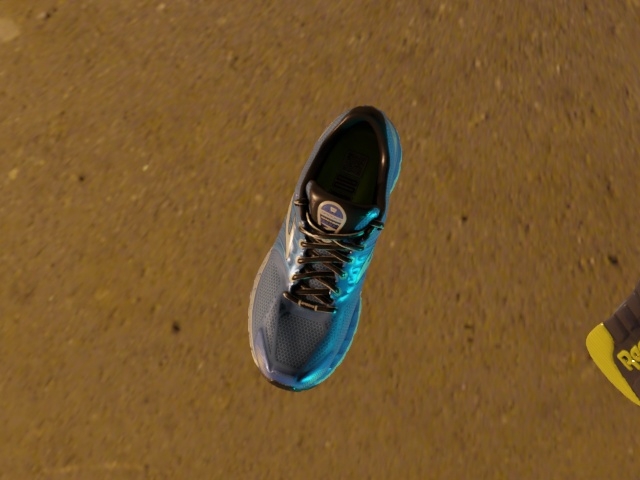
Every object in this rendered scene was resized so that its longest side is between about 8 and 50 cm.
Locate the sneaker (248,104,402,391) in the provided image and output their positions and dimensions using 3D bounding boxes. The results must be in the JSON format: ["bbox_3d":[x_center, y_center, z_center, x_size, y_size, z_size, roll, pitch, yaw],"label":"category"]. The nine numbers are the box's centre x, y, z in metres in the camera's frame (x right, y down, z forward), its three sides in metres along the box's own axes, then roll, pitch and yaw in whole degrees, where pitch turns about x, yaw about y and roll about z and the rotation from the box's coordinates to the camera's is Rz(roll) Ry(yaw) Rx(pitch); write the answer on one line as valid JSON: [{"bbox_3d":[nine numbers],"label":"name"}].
[{"bbox_3d":[0.000,0.000,1.501,0.130,0.147,0.330,15,82,5],"label":"sneaker"}]

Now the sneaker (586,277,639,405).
[{"bbox_3d":[0.166,0.022,0.590,0.059,0.144,0.053,-32,81,-24],"label":"sneaker"}]
